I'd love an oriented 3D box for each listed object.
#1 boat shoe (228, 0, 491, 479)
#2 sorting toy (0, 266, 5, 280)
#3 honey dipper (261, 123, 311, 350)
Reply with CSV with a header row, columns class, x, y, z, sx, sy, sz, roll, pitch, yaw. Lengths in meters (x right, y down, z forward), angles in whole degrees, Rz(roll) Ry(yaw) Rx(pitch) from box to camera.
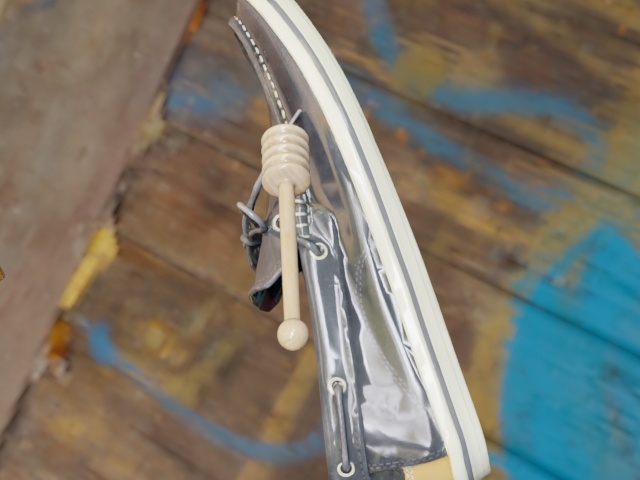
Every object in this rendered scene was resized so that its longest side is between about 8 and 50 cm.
class,x,y,z,sx,sy,sz,roll,pitch,yaw
boat shoe,0.000,0.000,1.622,0.156,0.500,0.187,-20,169,1
sorting toy,-0.337,0.117,1.118,0.348,0.047,0.196,-35,165,8
honey dipper,-0.018,-0.003,1.073,0.030,0.030,0.160,68,13,-47
